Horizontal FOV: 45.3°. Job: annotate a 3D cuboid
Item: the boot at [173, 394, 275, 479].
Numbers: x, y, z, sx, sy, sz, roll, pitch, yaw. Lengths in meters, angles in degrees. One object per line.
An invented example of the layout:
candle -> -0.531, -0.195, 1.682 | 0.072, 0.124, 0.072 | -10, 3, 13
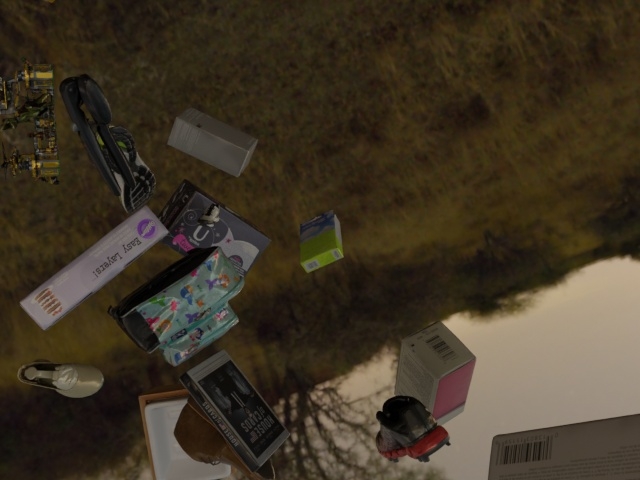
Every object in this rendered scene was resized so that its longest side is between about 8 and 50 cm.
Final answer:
boot -> -0.224, 0.481, 1.765 | 0.115, 0.305, 0.112 | -56, 143, -1

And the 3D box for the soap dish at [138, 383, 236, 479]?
soap dish -> -0.360, 0.519, 2.100 | 0.229, 0.291, 0.118 | -7, -159, -8

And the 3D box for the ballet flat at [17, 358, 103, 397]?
ballet flat -> -0.643, 0.333, 1.873 | 0.248, 0.086, 0.086 | 0, -176, 30

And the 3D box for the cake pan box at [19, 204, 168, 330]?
cake pan box -> -0.390, 0.047, 1.331 | 0.267, 0.070, 0.246 | -41, -169, -16

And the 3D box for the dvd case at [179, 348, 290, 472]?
dvd case -> -0.174, 0.347, 1.596 | 0.029, 0.238, 0.179 | -42, 174, 18

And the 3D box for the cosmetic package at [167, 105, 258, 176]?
cosmetic package -> -0.319, -0.295, 2.294 | 0.127, 0.238, 0.107 | -72, -175, -63

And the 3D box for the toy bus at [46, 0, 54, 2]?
toy bus -> -0.460, -0.513, 1.302 | 0.202, 0.104, 0.191 | -23, 148, -20

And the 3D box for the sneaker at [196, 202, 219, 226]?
sneaker -> -0.262, -0.059, 1.796 | 0.040, 0.043, 0.109 | 12, -164, 2

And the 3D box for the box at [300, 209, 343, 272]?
box -> 0.000, 0.000, 2.022 | 0.109, 0.042, 0.178 | -24, -147, 14

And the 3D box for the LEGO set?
LEGO set -> -0.771, -0.298, 1.941 | 0.192, 0.331, 0.255 | -5, -164, -20

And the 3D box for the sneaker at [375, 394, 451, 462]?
sneaker -> 0.171, 0.392, 1.618 | 0.098, 0.135, 0.276 | -31, 174, -21

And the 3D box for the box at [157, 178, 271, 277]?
box -> -0.283, -0.016, 1.977 | 0.163, 0.247, 0.142 | -55, -153, 1

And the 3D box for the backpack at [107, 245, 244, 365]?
backpack -> -0.274, 0.128, 1.567 | 0.253, 0.191, 0.225 | -43, -170, -18

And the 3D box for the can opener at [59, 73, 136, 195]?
can opener -> -0.315, -0.146, 1.086 | 0.059, 0.186, 0.073 | -22, -149, -14

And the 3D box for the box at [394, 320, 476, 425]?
box -> 0.286, 0.344, 1.936 | 0.127, 0.148, 0.232 | -24, 140, -23

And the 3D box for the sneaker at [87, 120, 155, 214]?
sneaker -> -0.495, -0.184, 1.877 | 0.111, 0.121, 0.300 | -44, 150, -26

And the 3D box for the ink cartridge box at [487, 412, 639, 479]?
ink cartridge box -> 0.292, 0.306, 0.801 | 0.060, 0.239, 0.275 | 37, 141, -27
